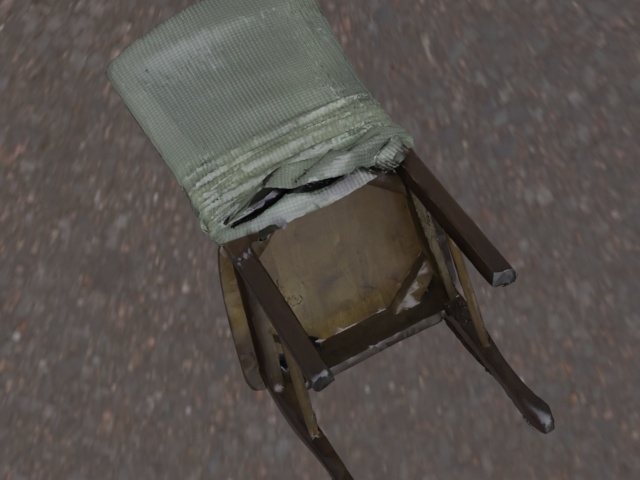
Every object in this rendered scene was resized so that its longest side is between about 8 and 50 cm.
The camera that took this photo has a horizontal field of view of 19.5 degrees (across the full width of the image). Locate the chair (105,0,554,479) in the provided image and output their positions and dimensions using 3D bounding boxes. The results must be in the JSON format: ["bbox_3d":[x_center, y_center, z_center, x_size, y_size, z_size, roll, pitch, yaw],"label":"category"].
[{"bbox_3d":[0.000,0.000,1.176,0.160,0.319,0.186,-28,135,-9],"label":"chair"}]
